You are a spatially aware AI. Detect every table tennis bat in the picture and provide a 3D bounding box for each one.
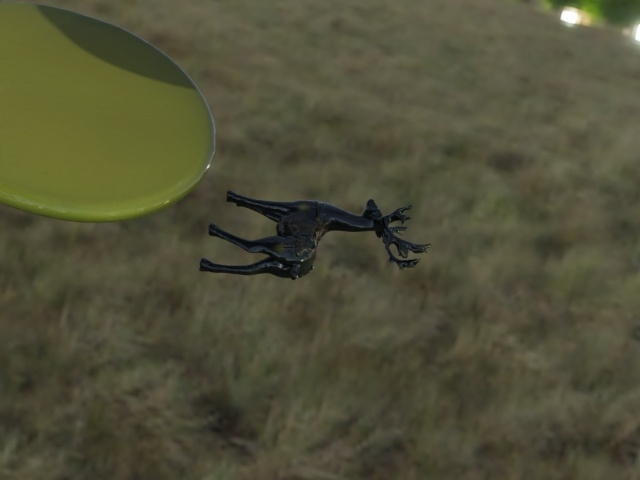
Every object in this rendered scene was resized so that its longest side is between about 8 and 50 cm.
[{"bbox_3d":[-0.253,-0.111,1.164,0.369,0.054,0.224,16,40,-10],"label":"table tennis bat"}]

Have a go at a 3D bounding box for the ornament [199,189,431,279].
[{"bbox_3d":[0.000,0.000,0.932,0.125,0.028,0.073,10,40,11],"label":"ornament"}]
